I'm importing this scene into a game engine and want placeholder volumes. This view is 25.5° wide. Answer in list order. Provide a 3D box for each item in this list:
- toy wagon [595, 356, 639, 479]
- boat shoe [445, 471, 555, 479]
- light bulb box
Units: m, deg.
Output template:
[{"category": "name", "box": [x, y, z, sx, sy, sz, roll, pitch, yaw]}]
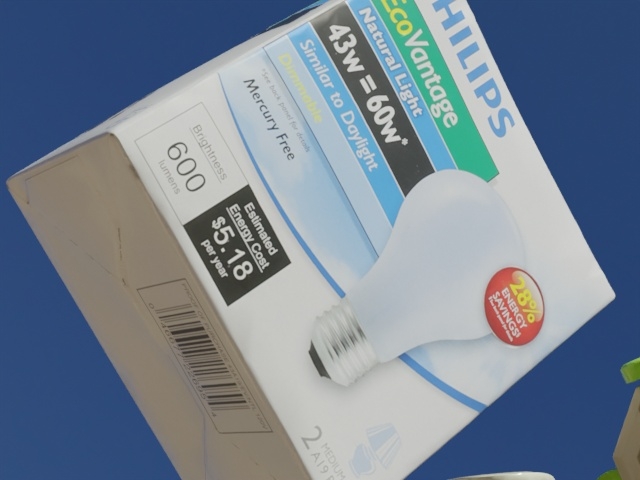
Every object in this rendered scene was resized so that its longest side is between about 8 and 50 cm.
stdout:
[{"category": "toy wagon", "box": [0.403, 0.231, 1.442, 0.344, 0.068, 0.267, -28, -100, 30]}, {"category": "boat shoe", "box": [0.172, 0.318, 1.484, 0.127, 0.113, 0.340, 1, -20, -8]}, {"category": "light bulb box", "box": [0.000, 0.000, 1.201, 0.225, 0.361, 0.357, -13, -70, 56]}]
